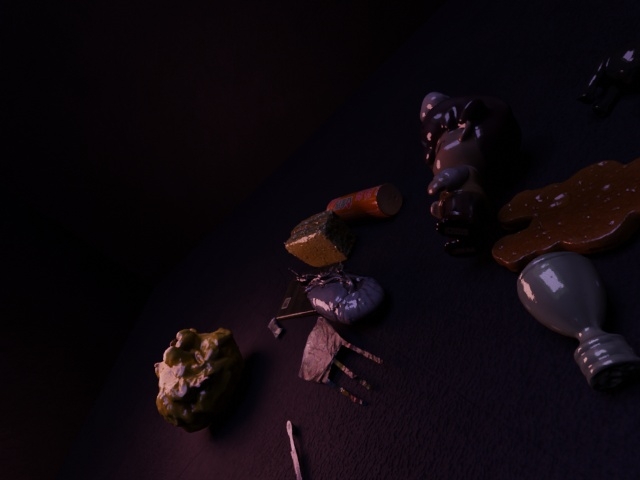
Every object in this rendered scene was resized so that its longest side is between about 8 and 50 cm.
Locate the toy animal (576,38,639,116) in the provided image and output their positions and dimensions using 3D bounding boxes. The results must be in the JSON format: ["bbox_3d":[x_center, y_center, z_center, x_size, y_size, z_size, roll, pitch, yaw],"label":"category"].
[{"bbox_3d":[0.574,-0.318,0.739,0.146,0.114,0.245,-53,23,-9],"label":"toy animal"}]

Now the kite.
[{"bbox_3d":[0.031,0.258,0.904,0.285,0.015,0.152,5,74,60],"label":"kite"}]

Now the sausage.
[{"bbox_3d":[0.109,-0.102,1.278,0.312,0.093,0.093,-7,46,58],"label":"sausage"}]

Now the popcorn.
[{"bbox_3d":[-0.340,0.378,1.186,0.252,0.215,0.286,13,50,22],"label":"popcorn"}]

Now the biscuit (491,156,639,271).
[{"bbox_3d":[0.423,-0.046,0.678,0.295,0.044,0.186,-22,37,50],"label":"biscuit"}]

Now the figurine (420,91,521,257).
[{"bbox_3d":[0.281,-0.138,0.872,0.206,0.218,0.365,-4,50,48],"label":"figurine"}]

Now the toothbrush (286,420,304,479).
[{"bbox_3d":[-0.045,0.424,0.814,0.014,0.017,0.194,-45,23,6],"label":"toothbrush"}]

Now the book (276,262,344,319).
[{"bbox_3d":[-0.035,0.151,1.225,0.228,0.024,0.160,-20,37,49],"label":"book"}]

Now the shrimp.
[{"bbox_3d":[0.028,0.119,1.036,0.343,0.116,0.145,11,64,55],"label":"shrimp"}]

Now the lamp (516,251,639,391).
[{"bbox_3d":[0.335,0.094,0.549,0.106,0.106,0.193,-39,34,24],"label":"lamp"}]

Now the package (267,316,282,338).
[{"bbox_3d":[-0.134,0.259,1.247,0.037,0.015,0.110,-56,21,-4],"label":"package"}]

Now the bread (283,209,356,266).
[{"bbox_3d":[0.000,0.000,1.262,0.196,0.138,0.102,-23,30,49],"label":"bread"}]
